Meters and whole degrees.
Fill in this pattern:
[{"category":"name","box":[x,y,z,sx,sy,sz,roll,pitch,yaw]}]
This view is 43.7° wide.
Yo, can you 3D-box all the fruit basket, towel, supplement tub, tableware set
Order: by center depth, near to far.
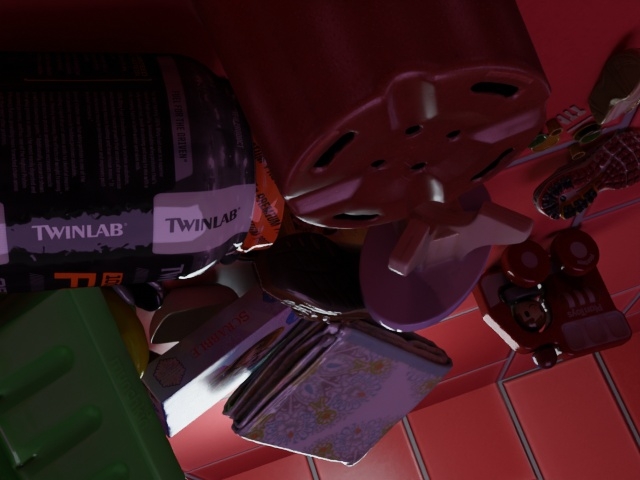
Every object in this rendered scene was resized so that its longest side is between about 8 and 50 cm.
[{"category":"supplement tub","box":[-0.213,-0.061,0.700,0.337,0.207,0.207,-4,153,-19]},{"category":"fruit basket","box":[-0.313,0.172,1.035,0.282,0.392,0.392,-6,168,35]},{"category":"tableware set","box":[0.382,-0.157,1.239,0.104,0.024,0.154,-33,154,29]},{"category":"towel","box":[0.041,0.283,1.533,0.374,0.090,0.320,27,114,-40]}]

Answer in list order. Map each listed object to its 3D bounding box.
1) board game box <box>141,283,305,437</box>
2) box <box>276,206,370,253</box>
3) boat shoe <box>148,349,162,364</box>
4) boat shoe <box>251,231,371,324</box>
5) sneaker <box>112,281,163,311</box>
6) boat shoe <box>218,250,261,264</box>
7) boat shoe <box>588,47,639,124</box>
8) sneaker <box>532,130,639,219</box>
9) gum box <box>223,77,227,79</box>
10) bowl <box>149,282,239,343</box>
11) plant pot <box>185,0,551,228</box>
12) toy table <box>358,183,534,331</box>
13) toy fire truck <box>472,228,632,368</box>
[{"category":"board game box","box":[-0.155,0.192,1.371,0.318,0.066,0.319,-37,167,-20]},{"category":"box","box":[0.000,0.000,1.237,0.232,0.058,0.087,4,148,-45]},{"category":"boat shoe","box":[-0.379,0.263,1.479,0.104,0.111,0.307,-27,147,27]},{"category":"boat shoe","box":[0.006,0.076,1.185,0.120,0.123,0.324,-31,154,27]},{"category":"sneaker","box":[-0.216,0.037,1.046,0.086,0.132,0.228,-30,155,23]},{"category":"boat shoe","box":[-0.126,-0.009,1.032,0.084,0.079,0.233,-18,171,19]},{"category":"boat shoe","box":[0.424,-0.218,1.095,0.059,0.063,0.170,-20,167,-6]},{"category":"sneaker","box":[0.453,-0.116,1.336,0.225,0.088,0.093,-27,-168,-3]},{"category":"gum box","box":[-0.165,-0.096,0.906,0.156,0.041,0.184,-17,157,-7]},{"category":"bowl","box":[-0.214,0.118,1.335,0.142,0.053,0.142,-5,153,-30]},{"category":"plant pot","box":[0.029,-0.169,0.611,0.272,0.265,0.272,-17,158,-7]},{"category":"toy table","box":[0.156,-0.024,1.100,0.252,0.274,0.161,14,151,10]},{"category":"toy fire truck","box":[0.483,0.133,1.676,0.302,0.254,0.169,-11,156,-20]}]
